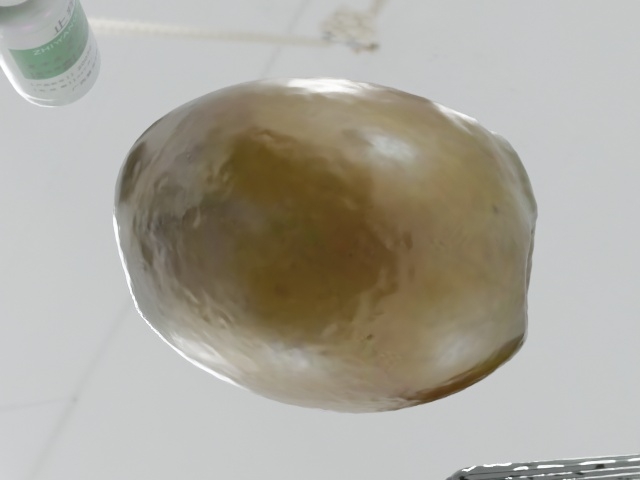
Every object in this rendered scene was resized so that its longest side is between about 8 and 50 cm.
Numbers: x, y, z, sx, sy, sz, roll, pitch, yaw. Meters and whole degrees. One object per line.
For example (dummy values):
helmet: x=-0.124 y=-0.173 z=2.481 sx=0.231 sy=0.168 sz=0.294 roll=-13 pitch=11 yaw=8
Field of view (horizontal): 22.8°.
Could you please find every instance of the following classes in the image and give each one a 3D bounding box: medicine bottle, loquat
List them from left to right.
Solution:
medicine bottle: x=-0.258 y=-0.201 z=1.401 sx=0.095 sy=0.260 sz=0.095 roll=-1 pitch=-104 yaw=3
loquat: x=0.000 y=0.000 z=0.812 sx=0.227 sy=0.179 sz=0.179 roll=11 pitch=-80 yaw=15

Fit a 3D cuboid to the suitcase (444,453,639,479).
suitcase: x=0.202 y=0.238 z=1.017 sx=0.312 sy=0.202 sz=0.128 roll=-4 pitch=-57 yaw=4
